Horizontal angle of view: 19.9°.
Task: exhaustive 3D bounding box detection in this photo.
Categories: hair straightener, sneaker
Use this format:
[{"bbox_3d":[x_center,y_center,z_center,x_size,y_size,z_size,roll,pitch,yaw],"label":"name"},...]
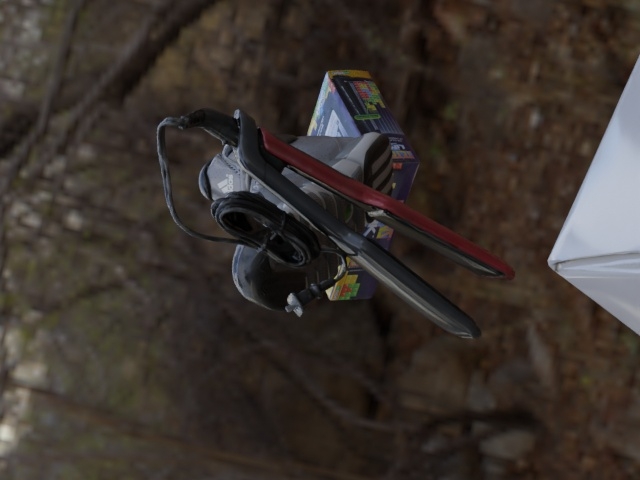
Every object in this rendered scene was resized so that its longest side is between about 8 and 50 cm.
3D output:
[{"bbox_3d":[0.000,0.000,1.045,0.089,0.230,0.047,-62,20,-8],"label":"hair straightener"},{"bbox_3d":[-0.044,-0.020,1.356,0.229,0.132,0.086,-43,-43,-56],"label":"sneaker"}]

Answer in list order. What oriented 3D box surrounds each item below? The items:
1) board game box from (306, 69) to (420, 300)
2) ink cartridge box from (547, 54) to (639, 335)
[{"bbox_3d":[0.028,-0.052,1.718,0.141,0.048,0.170,-117,34,-42],"label":"board game box"},{"bbox_3d":[0.252,-0.064,0.685,0.129,0.223,0.307,-6,53,57],"label":"ink cartridge box"}]
